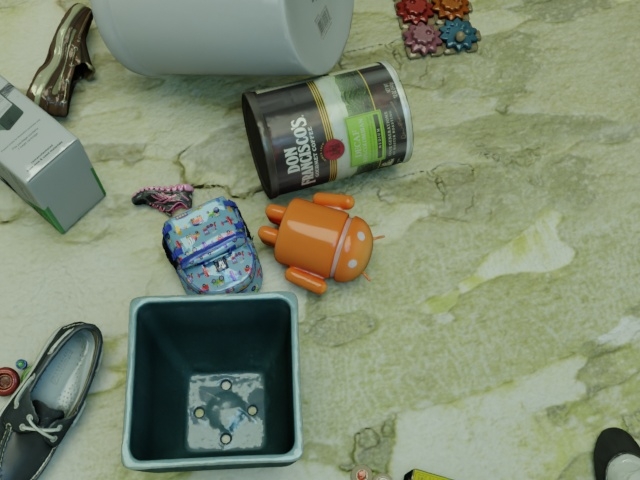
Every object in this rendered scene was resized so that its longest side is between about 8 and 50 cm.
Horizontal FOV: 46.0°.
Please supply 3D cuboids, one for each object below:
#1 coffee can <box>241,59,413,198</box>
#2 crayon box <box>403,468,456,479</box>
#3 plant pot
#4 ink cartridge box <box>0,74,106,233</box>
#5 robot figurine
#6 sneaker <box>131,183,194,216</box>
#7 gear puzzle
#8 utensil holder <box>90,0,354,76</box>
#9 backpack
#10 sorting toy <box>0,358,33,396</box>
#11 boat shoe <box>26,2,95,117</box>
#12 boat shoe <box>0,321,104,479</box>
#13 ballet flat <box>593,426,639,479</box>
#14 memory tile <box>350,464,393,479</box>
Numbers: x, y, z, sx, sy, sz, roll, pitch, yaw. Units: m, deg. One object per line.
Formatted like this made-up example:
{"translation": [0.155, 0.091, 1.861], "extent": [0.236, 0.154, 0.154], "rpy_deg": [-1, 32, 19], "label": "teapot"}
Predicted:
{"translation": [0.010, -0.210, 1.415], "extent": [0.275, 0.202, 0.202], "rpy_deg": [-16, 67, -10], "label": "coffee can"}
{"translation": [0.266, 0.499, 1.163], "extent": [0.318, 0.081, 0.202], "rpy_deg": [16, 65, 2], "label": "crayon box"}
{"translation": [-0.155, 0.242, 1.173], "extent": [0.247, 0.252, 0.247], "rpy_deg": [-2, 65, -3], "label": "plant pot"}
{"translation": [-0.552, -0.175, 1.372], "extent": [0.289, 0.211, 0.121], "rpy_deg": [38, 71, 15], "label": "ink cartridge box"}
{"translation": [0.001, -0.002, 1.359], "extent": [0.219, 0.128, 0.158], "rpy_deg": [18, 42, 6], "label": "robot figurine"}
{"translation": [-0.298, -0.073, 1.429], "extent": [0.119, 0.047, 0.057], "rpy_deg": [-7, 77, -4], "label": "sneaker"}
{"translation": [0.243, -0.555, 1.668], "extent": [0.175, 0.044, 0.339], "rpy_deg": [-8, 66, -6], "label": "gear puzzle"}
{"translation": [-0.170, -0.465, 1.391], "extent": [0.385, 0.328, 0.328], "rpy_deg": [7, 63, 25], "label": "utensil holder"}
{"translation": [-0.187, 0.032, 1.344], "extent": [0.158, 0.117, 0.173], "rpy_deg": [-22, 71, -11], "label": "backpack"}
{"translation": [-0.508, 0.233, 1.284], "extent": [0.101, 0.042, 0.061], "rpy_deg": [1, 80, -15], "label": "sorting toy"}
{"translation": [-0.502, -0.359, 1.532], "extent": [0.095, 0.095, 0.258], "rpy_deg": [20, 72, -8], "label": "boat shoe"}
{"translation": [-0.445, 0.268, 1.217], "extent": [0.114, 0.091, 0.303], "rpy_deg": [28, 65, -28], "label": "boat shoe"}
{"translation": [0.501, 0.433, 1.200], "extent": [0.095, 0.096, 0.281], "rpy_deg": [2, 65, -1], "label": "ballet flat"}
{"translation": [0.082, 0.448, 1.221], "extent": [0.113, 0.012, 0.148], "rpy_deg": [22, 66, 7], "label": "memory tile"}
